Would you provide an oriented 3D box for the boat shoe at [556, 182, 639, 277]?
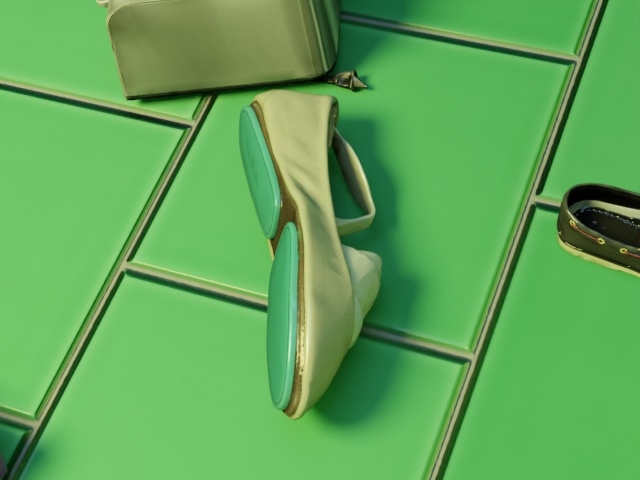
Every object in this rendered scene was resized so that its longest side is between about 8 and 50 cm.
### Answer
[{"bbox_3d":[0.213,-0.001,0.809,0.133,0.042,0.049,16,59,18],"label":"boat shoe"}]

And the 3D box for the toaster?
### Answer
[{"bbox_3d":[-0.065,-0.197,0.945,0.185,0.110,0.168,-5,57,6],"label":"toaster"}]

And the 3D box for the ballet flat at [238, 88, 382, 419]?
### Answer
[{"bbox_3d":[0.000,0.000,0.827,0.086,0.086,0.248,-11,55,2],"label":"ballet flat"}]

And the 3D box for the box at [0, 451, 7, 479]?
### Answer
[{"bbox_3d":[-0.367,0.126,0.788,0.293,0.057,0.201,26,53,26],"label":"box"}]
